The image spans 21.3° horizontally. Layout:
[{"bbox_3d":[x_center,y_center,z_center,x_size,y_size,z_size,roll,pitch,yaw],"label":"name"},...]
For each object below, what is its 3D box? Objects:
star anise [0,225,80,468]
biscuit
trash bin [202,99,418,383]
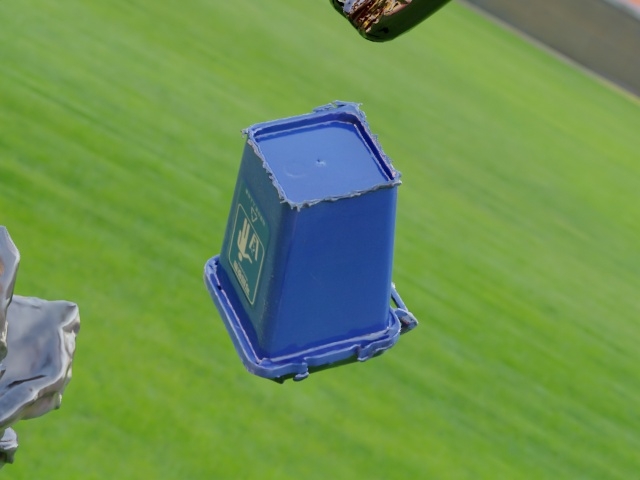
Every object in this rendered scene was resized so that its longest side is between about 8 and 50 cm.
[{"bbox_3d":[-0.280,0.111,0.985,0.117,0.331,0.331,59,20,16],"label":"star anise"},{"bbox_3d":[0.070,-0.202,1.163,0.063,0.151,0.235,48,7,-10],"label":"biscuit"},{"bbox_3d":[0.000,0.000,1.577,0.184,0.234,0.162,-13,49,-20],"label":"trash bin"}]
